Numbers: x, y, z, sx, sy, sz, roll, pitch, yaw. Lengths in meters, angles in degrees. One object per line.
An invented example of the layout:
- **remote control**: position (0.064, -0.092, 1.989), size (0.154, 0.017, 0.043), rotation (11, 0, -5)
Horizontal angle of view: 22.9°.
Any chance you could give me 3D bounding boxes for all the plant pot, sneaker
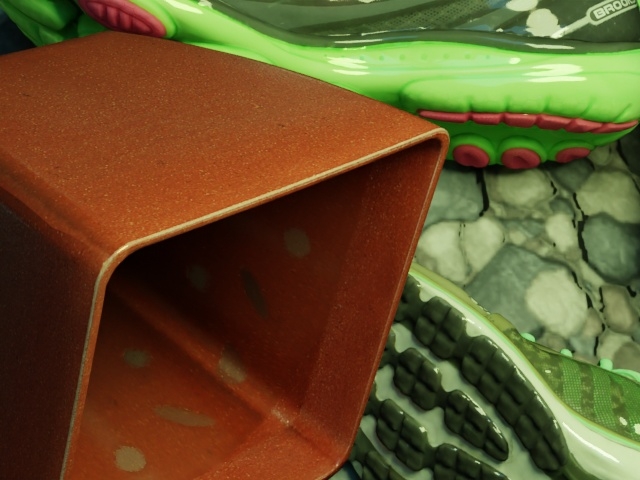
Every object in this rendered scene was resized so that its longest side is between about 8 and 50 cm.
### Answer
- **plant pot**: position (-0.123, 0.020, 0.931), size (0.235, 0.267, 0.267), rotation (35, 37, 29)
- **sneaker**: position (0.171, 0.134, 1.039), size (0.410, 0.158, 0.182), rotation (36, 29, 16)
- **sneaker**: position (0.000, -0.179, 1.102), size (0.482, 0.185, 0.202), rotation (9, 70, -14)

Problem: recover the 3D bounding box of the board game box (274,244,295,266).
- **board game box**: position (0.000, 0.000, 1.070), size (0.020, 0.090, 0.090), rotation (44, 67, 9)
